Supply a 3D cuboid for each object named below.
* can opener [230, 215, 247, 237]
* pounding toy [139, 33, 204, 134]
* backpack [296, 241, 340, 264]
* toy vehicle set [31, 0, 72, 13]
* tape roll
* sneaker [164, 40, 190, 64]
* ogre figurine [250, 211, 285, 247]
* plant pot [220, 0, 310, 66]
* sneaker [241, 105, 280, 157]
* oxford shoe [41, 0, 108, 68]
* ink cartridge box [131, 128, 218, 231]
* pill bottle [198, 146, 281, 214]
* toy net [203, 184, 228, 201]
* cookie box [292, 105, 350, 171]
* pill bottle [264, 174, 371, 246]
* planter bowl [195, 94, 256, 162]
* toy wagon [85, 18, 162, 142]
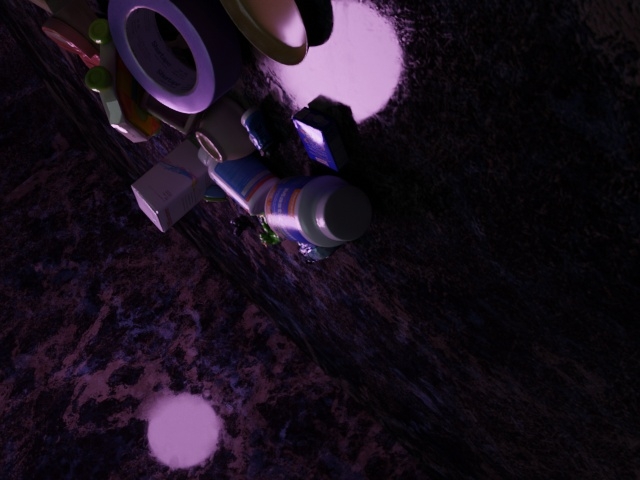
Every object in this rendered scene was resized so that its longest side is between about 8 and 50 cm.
[{"bbox_3d":[-0.306,-0.052,2.295,0.059,0.073,0.186,40,173,-7],"label":"can opener"},{"bbox_3d":[-0.333,-0.387,1.447,0.181,0.206,0.094,30,-154,-6],"label":"pounding toy"},{"bbox_3d":[0.000,0.000,1.579,0.084,0.105,0.114,50,158,-15],"label":"backpack"},{"bbox_3d":[-0.554,-0.561,1.276,0.266,0.166,0.035,35,160,30],"label":"toy vehicle set"},{"bbox_3d":[-0.293,-0.397,1.259,0.274,0.090,0.275,25,143,21],"label":"tape roll"},{"bbox_3d":[-0.338,-0.416,1.527,0.152,0.053,0.061,50,166,-14],"label":"sneaker"},{"bbox_3d":[-0.141,-0.048,1.849,0.197,0.096,0.118,-23,93,57],"label":"ogre figurine"},{"bbox_3d":[-0.095,-0.393,1.021,0.236,0.032,0.236,41,162,17],"label":"plant pot"},{"bbox_3d":[-0.129,-0.238,1.412,0.085,0.058,0.152,48,169,14],"label":"sneaker"},{"bbox_3d":[-0.600,-0.547,1.763,0.140,0.147,0.397,24,176,14],"label":"oxford shoe"},{"bbox_3d":[-0.409,-0.178,1.859,0.117,0.278,0.201,44,163,5],"label":"ink cartridge box"},{"bbox_3d":[-0.216,-0.180,1.654,0.221,0.124,0.124,42,163,13],"label":"pill bottle"},{"bbox_3d":[-0.235,-0.133,1.866,0.232,0.122,0.045,13,104,34],"label":"toy net"},{"bbox_3d":[0.002,-0.198,1.223,0.091,0.040,0.107,32,158,39],"label":"cookie box"},{"bbox_3d":[-0.006,-0.065,1.356,0.152,0.152,0.272,52,163,-20],"label":"pill bottle"},{"bbox_3d":[-0.236,-0.261,1.541,0.162,0.109,0.162,42,163,16],"label":"planter bowl"},{"bbox_3d":[-0.454,-0.418,1.498,0.068,0.345,0.267,-5,166,11],"label":"toy wagon"}]
